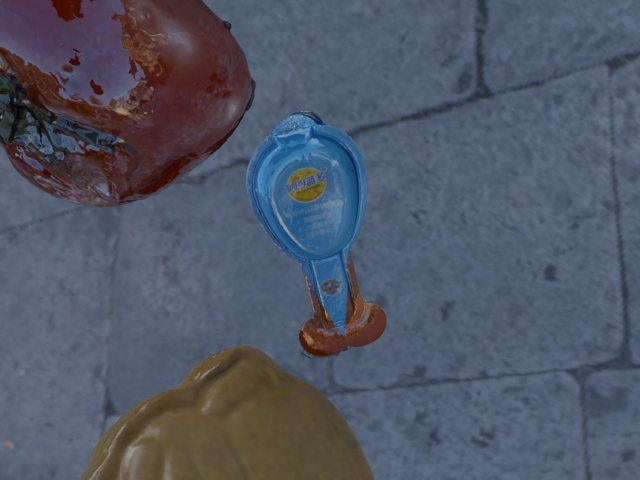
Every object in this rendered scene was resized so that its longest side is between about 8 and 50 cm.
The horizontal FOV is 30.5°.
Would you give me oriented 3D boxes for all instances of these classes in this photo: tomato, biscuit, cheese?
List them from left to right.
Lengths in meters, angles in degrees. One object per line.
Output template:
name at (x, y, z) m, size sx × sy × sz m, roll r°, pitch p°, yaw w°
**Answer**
tomato at (-0.163, -0.098, 0.745) m, size 0.228 × 0.228 × 0.101 m, roll -4°, pitch 47°, yaw 39°
biscuit at (-0.069, 0.264, 1.019) m, size 0.057 × 0.351 × 0.312 m, roll -33°, pitch 86°, yaw 44°
cheese at (0.000, 0.000, 1.060) m, size 0.106 × 0.256 × 0.037 m, roll -14°, pitch 30°, yaw -1°
